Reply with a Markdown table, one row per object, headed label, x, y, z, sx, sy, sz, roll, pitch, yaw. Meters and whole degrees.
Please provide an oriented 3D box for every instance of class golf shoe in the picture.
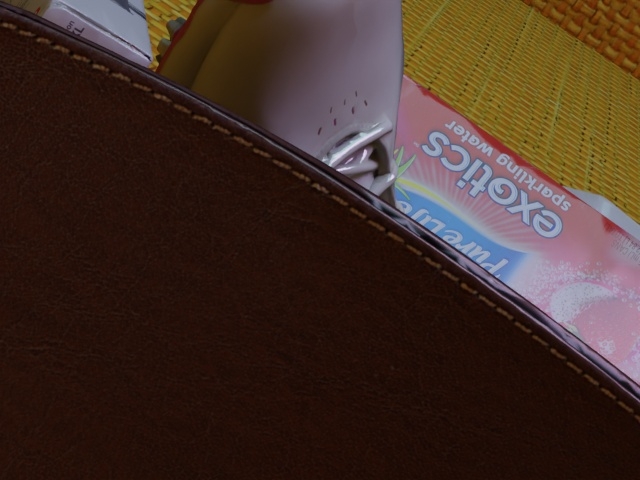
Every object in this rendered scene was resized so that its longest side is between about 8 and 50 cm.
| label | x | y | z | sx | sy | sz | roll | pitch | yaw |
| --- | --- | --- | --- | --- | --- | --- | --- | --- | --- |
| golf shoe | 0.000 | 0.000 | 0.718 | 0.115 | 0.306 | 0.140 | -32 | 65 | -28 |

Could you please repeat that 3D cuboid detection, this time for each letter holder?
| label | x | y | z | sx | sy | sz | roll | pitch | yaw |
| --- | --- | --- | --- | --- | --- | --- | --- | --- | --- |
| letter holder | -0.024 | 0.060 | 0.604 | 0.302 | 0.214 | 0.152 | 33 | 18 | -2 |

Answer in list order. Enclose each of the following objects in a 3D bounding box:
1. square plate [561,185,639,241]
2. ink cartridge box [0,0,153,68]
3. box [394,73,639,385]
| label | x | y | z | sx | sy | sz | roll | pitch | yaw |
| --- | --- | --- | --- | --- | --- | --- | --- | --- | --- |
| square plate | 0.246 | 0.068 | 1.336 | 0.347 | 0.049 | 0.344 | 44 | 21 | 29 |
| ink cartridge box | -0.148 | -0.095 | 0.968 | 0.063 | 0.109 | 0.150 | 31 | 18 | -21 |
| box | 0.052 | 0.024 | 0.909 | 0.257 | 0.123 | 0.128 | 37 | 62 | 8 |
